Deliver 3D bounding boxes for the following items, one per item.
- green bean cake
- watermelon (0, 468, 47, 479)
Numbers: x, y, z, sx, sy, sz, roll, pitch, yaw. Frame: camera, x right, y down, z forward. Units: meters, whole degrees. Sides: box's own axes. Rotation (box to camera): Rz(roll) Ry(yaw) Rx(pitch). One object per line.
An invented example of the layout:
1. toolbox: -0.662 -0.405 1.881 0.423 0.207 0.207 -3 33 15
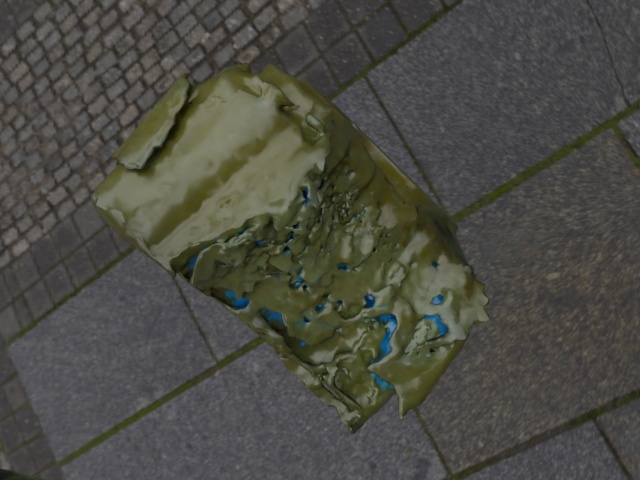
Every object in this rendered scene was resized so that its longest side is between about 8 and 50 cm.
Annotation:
1. green bean cake: 0.000 0.000 0.604 0.310 0.285 0.202 42 87 -7
2. watermelon: -0.163 0.214 0.419 0.137 0.193 0.145 -2 83 44
